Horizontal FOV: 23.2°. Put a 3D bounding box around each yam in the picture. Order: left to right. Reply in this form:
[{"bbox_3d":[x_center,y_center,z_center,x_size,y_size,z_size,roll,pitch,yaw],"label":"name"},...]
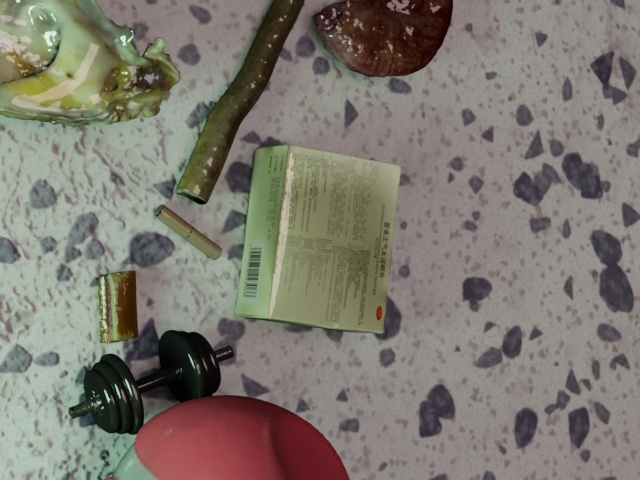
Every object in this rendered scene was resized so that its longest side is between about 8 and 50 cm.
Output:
[{"bbox_3d":[-0.089,-0.192,1.878,0.045,0.045,0.326,22,73,10],"label":"yam"}]

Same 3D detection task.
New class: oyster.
[{"bbox_3d":[-0.323,-0.220,1.717,0.275,0.100,0.271,-28,100,-14],"label":"oyster"}]

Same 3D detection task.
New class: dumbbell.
[{"bbox_3d":[-0.191,0.161,1.775,0.209,0.099,0.099,-20,98,-28],"label":"dumbbell"}]

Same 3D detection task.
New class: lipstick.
[{"bbox_3d":[-0.156,-0.009,1.846,0.094,0.019,0.019,39,71,-23],"label":"lipstick"}]

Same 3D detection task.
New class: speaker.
[{"bbox_3d":[-0.110,0.324,1.732,0.294,0.294,0.294,1,88,-29],"label":"speaker"}]

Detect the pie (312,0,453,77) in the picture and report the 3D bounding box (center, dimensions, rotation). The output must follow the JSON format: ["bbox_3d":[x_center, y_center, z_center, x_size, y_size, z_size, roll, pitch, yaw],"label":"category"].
[{"bbox_3d":[0.076,-0.310,1.967,0.204,0.054,0.218,20,76,-29],"label":"pie"}]

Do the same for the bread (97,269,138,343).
[{"bbox_3d":[-0.232,0.076,1.792,0.047,0.036,0.083,-4,92,-32],"label":"bread"}]

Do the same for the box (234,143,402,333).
[{"bbox_3d":[0.000,0.000,1.890,0.168,0.095,0.212,9,84,-27],"label":"box"}]
